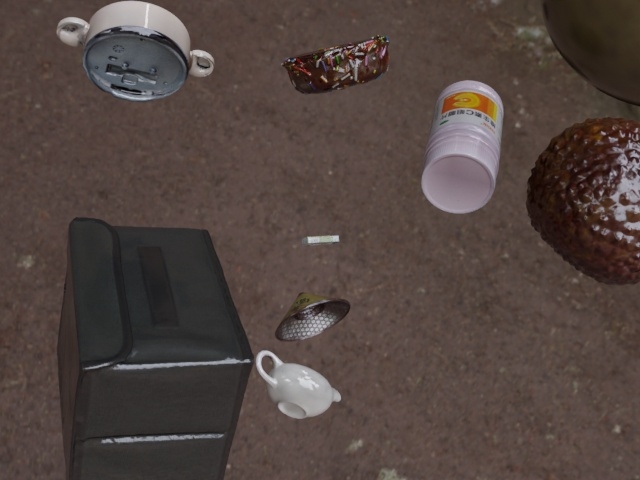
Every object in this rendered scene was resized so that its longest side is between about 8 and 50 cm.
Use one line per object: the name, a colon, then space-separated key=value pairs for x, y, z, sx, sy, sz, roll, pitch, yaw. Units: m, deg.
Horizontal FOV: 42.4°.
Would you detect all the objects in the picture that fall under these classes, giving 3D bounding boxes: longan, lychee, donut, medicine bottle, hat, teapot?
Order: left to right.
teapot: x=-0.053 y=0.312 z=1.730 sx=0.226 sy=0.145 sz=0.092 roll=42 pitch=46 yaw=-25
hat: x=-0.031 y=0.158 z=1.940 sx=0.193 sy=0.193 sz=0.082 roll=-9 pitch=62 yaw=-29
donut: x=0.037 y=-0.363 z=1.717 sx=0.234 sy=0.089 sz=0.235 roll=-12 pitch=15 yaw=3
medicine bottle: x=0.252 y=-0.168 z=1.453 sx=0.133 sy=0.133 sz=0.250 roll=20 pitch=42 yaw=1
lychee: x=0.458 y=-0.062 z=1.298 sx=0.260 sy=0.261 sz=0.261 roll=11 pitch=42 yaw=-10
longan: x=0.315 y=-0.229 z=0.708 sx=0.257 sy=0.258 sz=0.258 roll=11 pitch=42 yaw=-10

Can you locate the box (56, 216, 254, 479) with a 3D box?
box: x=-0.246 y=0.160 z=1.137 sx=0.204 sy=0.251 sz=0.345 roll=3 pitch=30 yaw=-21

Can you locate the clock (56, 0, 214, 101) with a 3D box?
clock: x=-0.267 y=-0.268 z=1.197 sx=0.229 sy=0.156 sz=0.063 roll=13 pitch=54 yaw=-21

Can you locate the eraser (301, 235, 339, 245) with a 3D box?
eraser: x=0.000 y=0.000 z=1.974 sx=0.083 sy=0.038 sz=0.019 roll=-4 pitch=83 yaw=-26
